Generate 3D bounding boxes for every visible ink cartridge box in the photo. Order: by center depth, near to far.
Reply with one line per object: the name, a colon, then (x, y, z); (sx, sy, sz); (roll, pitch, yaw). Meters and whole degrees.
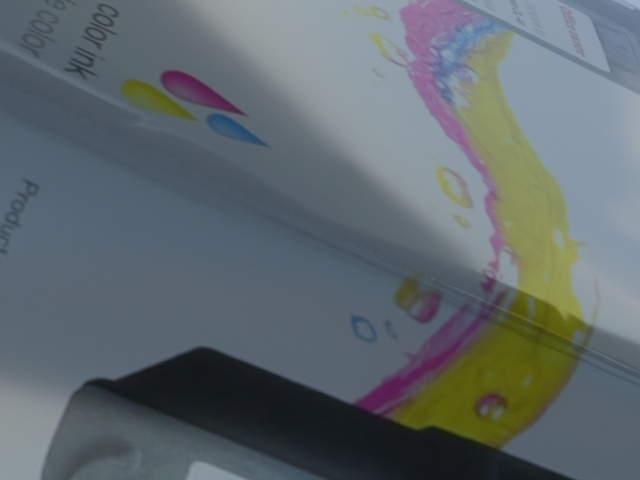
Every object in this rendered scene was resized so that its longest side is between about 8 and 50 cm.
ink cartridge box: (0.000, 0.000, 0.458); (0.226, 0.306, 0.131); (-79, -165, -61)
